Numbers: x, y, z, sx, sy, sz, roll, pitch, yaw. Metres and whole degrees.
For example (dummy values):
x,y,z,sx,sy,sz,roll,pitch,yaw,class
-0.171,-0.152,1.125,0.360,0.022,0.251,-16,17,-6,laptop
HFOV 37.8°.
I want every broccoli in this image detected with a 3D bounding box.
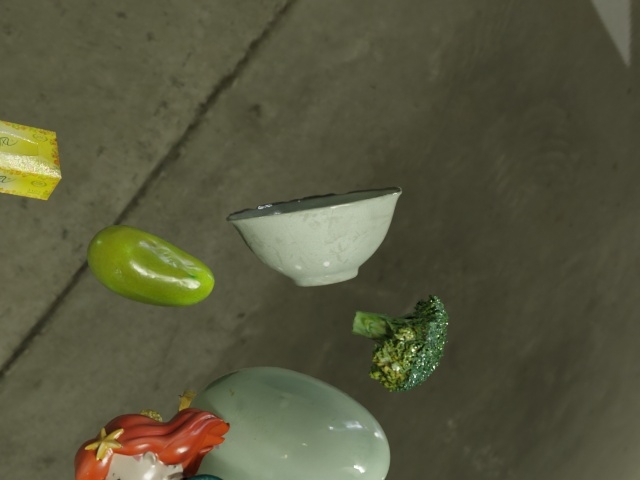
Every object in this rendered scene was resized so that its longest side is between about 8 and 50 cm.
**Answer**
x,y,z,sx,sy,sz,roll,pitch,yaw,class
0.147,0.188,1.806,0.194,0.194,0.219,-10,121,-50,broccoli

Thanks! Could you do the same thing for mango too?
x,y,z,sx,sy,sz,roll,pitch,yaw,class
-0.371,0.064,2.010,0.273,0.185,0.149,24,75,-18,mango

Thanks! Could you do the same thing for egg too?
x,y,z,sx,sy,sz,roll,pitch,yaw,class
-0.059,0.325,1.520,0.230,0.371,0.230,-11,103,-58,egg

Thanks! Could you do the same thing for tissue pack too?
x,y,z,sx,sy,sz,roll,pitch,yaw,class
-0.486,-0.129,1.402,0.176,0.095,0.062,11,140,-37,tissue pack

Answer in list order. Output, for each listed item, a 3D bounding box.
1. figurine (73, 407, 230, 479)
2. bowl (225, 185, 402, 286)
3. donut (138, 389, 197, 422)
x,y,z,sx,sy,sz,roll,pitch,yaw,class
-0.205,0.342,1.340,0.208,0.257,0.181,-48,164,2,figurine
0.000,0.000,1.646,0.313,0.313,0.146,-18,100,-46,bowl
-0.295,0.390,1.935,0.181,0.078,0.146,-31,107,9,donut
